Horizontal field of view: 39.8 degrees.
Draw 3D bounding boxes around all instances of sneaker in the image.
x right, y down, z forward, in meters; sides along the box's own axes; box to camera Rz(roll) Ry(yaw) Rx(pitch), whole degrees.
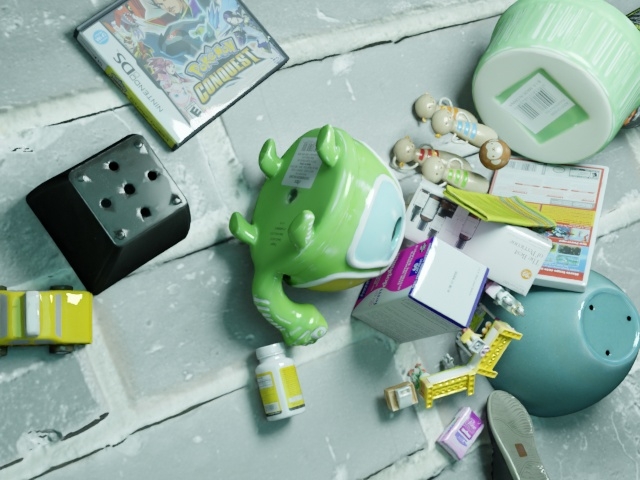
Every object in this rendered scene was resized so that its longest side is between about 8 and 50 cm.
[{"bbox_3d":[0.318,0.379,1.534,0.083,0.118,0.222,3,51,-21],"label":"sneaker"}]

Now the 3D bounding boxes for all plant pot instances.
[{"bbox_3d":[0.450,0.164,1.575,0.290,0.195,0.290,5,76,-22],"label":"plant pot"},{"bbox_3d":[-0.301,-0.056,1.318,0.187,0.167,0.188,-35,92,-27],"label":"plant pot"}]

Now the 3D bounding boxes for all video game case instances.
[{"bbox_3d":[-0.226,-0.325,1.487,0.275,0.035,0.248,-43,96,-26],"label":"video game case"},{"bbox_3d":[0.395,-0.039,1.593,0.204,0.025,0.285,9,52,19],"label":"video game case"}]

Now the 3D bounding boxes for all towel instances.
[{"bbox_3d":[0.306,-0.055,1.490,0.237,0.102,0.021,3,116,-50],"label":"towel"}]

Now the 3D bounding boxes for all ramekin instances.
[{"bbox_3d":[0.423,-0.282,1.600,0.303,0.303,0.148,42,58,-9],"label":"ramekin"}]

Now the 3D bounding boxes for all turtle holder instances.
[{"bbox_3d":[0.013,-0.012,1.403,0.227,0.243,0.320,28,51,-34],"label":"turtle holder"}]

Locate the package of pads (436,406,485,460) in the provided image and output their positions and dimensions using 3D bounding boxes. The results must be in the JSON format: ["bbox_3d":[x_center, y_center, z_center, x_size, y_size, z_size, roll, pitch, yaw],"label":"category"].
[{"bbox_3d":[0.244,0.335,1.535,0.050,0.032,0.083,48,64,-9],"label":"package of pads"}]

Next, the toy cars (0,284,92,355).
[{"bbox_3d":[-0.493,0.041,1.254,0.394,0.087,0.176,41,65,-9],"label":"toy cars"}]

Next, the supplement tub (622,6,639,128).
[{"bbox_3d":[0.650,-0.356,1.779,0.338,0.207,0.207,-31,91,-26],"label":"supplement tub"}]

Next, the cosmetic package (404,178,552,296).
[{"bbox_3d":[0.256,-0.005,1.479,0.239,0.060,0.098,26,107,7],"label":"cosmetic package"}]

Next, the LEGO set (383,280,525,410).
[{"bbox_3d":[0.225,0.190,1.524,0.287,0.107,0.132,-42,127,2],"label":"LEGO set"}]

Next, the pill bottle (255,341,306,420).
[{"bbox_3d":[-0.067,0.224,1.408,0.065,0.065,0.116,-11,83,-25],"label":"pill bottle"}]

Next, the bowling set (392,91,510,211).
[{"bbox_3d":[0.227,-0.162,1.561,0.154,0.200,0.286,18,67,-17],"label":"bowling set"}]

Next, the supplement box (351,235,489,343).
[{"bbox_3d":[0.159,0.087,1.453,0.114,0.220,0.111,30,67,-13],"label":"supplement box"}]
